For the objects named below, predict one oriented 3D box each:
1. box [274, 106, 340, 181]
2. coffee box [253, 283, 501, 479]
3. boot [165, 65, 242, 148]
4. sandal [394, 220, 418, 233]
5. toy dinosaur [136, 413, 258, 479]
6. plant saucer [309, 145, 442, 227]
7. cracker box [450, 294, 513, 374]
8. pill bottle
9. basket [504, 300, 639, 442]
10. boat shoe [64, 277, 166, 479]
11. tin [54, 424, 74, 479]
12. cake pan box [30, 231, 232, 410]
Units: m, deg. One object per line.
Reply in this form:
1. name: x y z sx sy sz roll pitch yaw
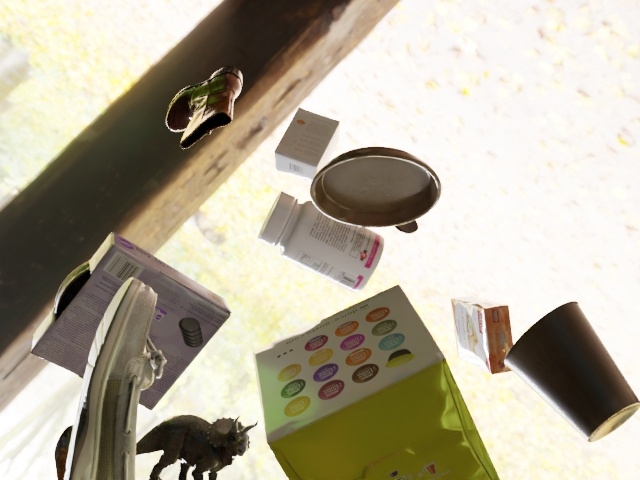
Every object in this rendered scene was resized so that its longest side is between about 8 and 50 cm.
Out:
1. box: -0.035 -0.263 2.141 0.130 0.170 0.091 21 153 12
2. coffee box: 0.103 0.348 1.479 0.334 0.337 0.338 -113 -3 -69
3. boot: -0.311 -0.302 1.959 0.096 0.264 0.280 54 -158 -31
4. sandal: 0.177 -0.087 1.820 0.040 0.067 0.179 -23 111 44
5. toy dinosaur: -0.254 0.410 1.525 0.313 0.160 0.121 3 166 28
6. plant saucer: 0.116 -0.113 1.629 0.278 0.041 0.278 1 149 1
7. cracker box: 0.388 0.222 1.860 0.232 0.067 0.156 -173 76 -80
8. pill bottle: 0.000 0.000 1.884 0.283 0.160 0.160 27 168 -8
9. basket: 0.513 0.271 1.540 0.154 0.204 0.227 6 -142 -45
10. boat shoe: -0.253 0.207 0.986 0.103 0.320 0.118 12 180 -19
11. tin: -0.626 0.554 1.954 0.040 0.106 0.190 28 -161 -37
12. cake pan box: -0.335 0.147 1.360 0.267 0.246 0.070 33 -171 -28
